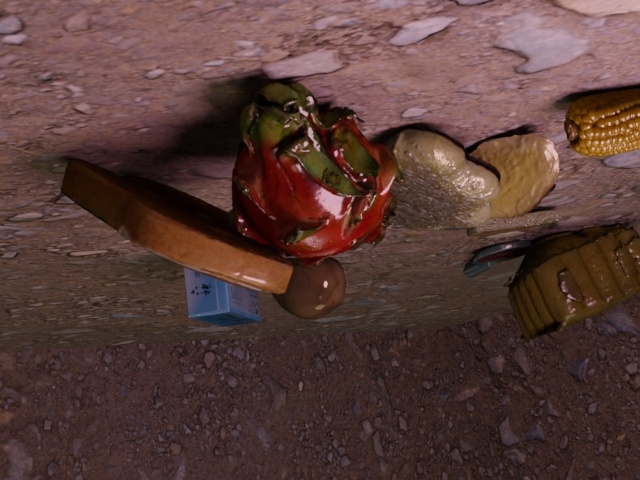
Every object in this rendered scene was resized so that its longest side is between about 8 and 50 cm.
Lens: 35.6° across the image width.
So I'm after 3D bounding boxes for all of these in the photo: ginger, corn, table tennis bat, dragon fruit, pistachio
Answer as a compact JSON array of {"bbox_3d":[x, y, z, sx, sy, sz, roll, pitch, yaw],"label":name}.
[{"bbox_3d":[0.291,-0.102,1.403,0.122,0.115,0.193,-24,174,-31],"label":"ginger"},{"bbox_3d":[0.414,-0.151,1.221,0.231,0.080,0.080,-7,169,-2],"label":"corn"},{"bbox_3d":[0.415,0.040,2.374,0.152,0.040,0.244,-5,165,-25],"label":"table tennis bat"},{"bbox_3d":[0.002,-0.075,1.109,0.200,0.198,0.269,4,154,-6],"label":"dragon fruit"},{"bbox_3d":[-0.027,0.085,1.909,0.135,0.136,0.226,-3,179,-24],"label":"pistachio"}]

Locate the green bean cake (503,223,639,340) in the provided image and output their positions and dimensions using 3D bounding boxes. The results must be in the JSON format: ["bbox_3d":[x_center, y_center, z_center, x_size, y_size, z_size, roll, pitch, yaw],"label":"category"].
[{"bbox_3d":[0.579,0.082,2.275,0.285,0.202,0.310,-20,169,-16],"label":"green bean cake"}]

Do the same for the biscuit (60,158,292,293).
[{"bbox_3d":[-0.178,-0.017,1.213,0.287,0.057,0.344,23,-175,-17],"label":"biscuit"}]

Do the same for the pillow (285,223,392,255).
[{"bbox_3d":[-0.002,0.000,1.848,0.188,0.034,0.255,-6,171,-26],"label":"pillow"}]

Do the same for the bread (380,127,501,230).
[{"bbox_3d":[0.142,-0.067,1.370,0.207,0.056,0.286,20,161,-12],"label":"bread"}]

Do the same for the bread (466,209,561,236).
[{"bbox_3d":[0.357,-0.034,1.935,0.192,0.036,0.112,-7,175,-22],"label":"bread"}]

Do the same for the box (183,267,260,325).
[{"bbox_3d":[-0.179,0.076,1.829,0.083,0.143,0.232,-9,170,8],"label":"box"}]
